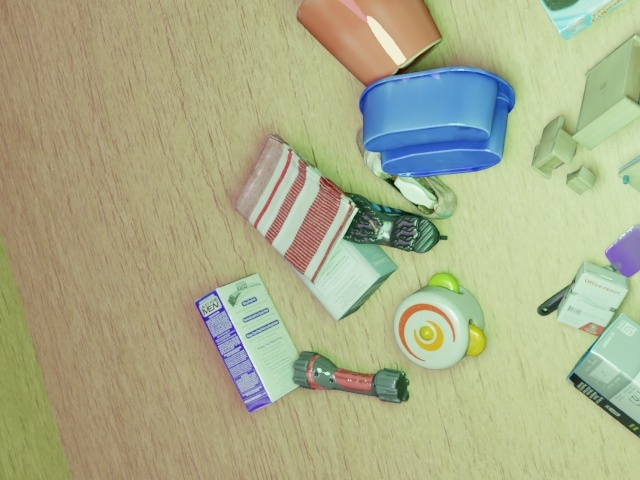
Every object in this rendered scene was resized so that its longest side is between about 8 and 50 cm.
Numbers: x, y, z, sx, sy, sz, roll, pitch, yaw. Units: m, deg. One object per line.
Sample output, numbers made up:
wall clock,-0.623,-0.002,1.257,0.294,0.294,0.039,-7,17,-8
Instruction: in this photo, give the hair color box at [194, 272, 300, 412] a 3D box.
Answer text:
hair color box,-0.185,0.276,2.074,0.110,0.185,0.339,-29,84,35

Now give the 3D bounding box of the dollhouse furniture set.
dollhouse furniture set,0.646,-0.199,1.511,0.303,0.198,0.286,32,145,-11

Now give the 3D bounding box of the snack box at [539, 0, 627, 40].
snack box,0.560,-0.553,1.436,0.322,0.060,0.187,-33,69,24

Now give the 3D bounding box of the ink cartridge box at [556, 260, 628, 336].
ink cartridge box,0.576,0.123,1.603,0.099,0.056,0.135,22,124,7

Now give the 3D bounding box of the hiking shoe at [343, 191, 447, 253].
hiking shoe,0.142,-0.034,1.808,0.304,0.132,0.113,21,96,22

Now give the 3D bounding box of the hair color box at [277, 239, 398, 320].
hair color box,0.000,0.000,1.937,0.374,0.113,0.185,49,120,13

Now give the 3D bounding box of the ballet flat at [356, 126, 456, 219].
ballet flat,0.188,-0.164,1.784,0.316,0.106,0.108,41,122,19

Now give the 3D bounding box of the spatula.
spatula,0.587,0.081,1.629,0.084,0.030,0.296,45,124,-4

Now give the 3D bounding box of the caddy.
caddy,0.246,-0.267,1.631,0.341,0.241,0.179,-4,66,25

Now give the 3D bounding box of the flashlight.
flashlight,0.077,0.356,1.977,0.304,0.103,0.103,2,91,32

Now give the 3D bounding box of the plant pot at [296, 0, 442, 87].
plant pot,0.124,-0.482,1.676,0.275,0.275,0.243,-37,92,33

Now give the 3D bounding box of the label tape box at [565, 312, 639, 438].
label tape box,0.681,0.323,1.494,0.347,0.249,0.115,41,76,20

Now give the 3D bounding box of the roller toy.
roller toy,0.277,0.204,1.785,0.191,0.146,0.209,-41,79,33

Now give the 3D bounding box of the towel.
towel,-0.070,-0.081,1.850,0.329,0.037,0.237,43,118,31
